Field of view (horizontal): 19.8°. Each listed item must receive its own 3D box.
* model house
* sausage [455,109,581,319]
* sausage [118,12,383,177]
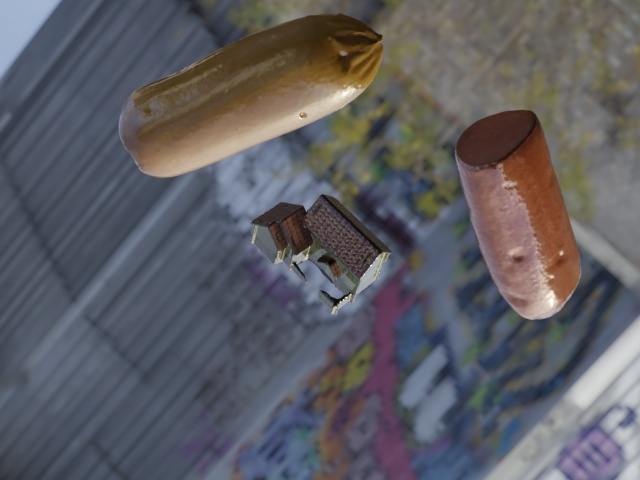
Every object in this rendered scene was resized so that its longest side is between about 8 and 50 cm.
[{"bbox_3d":[0.000,0.000,1.244,0.083,0.057,0.058,46,153,16],"label":"model house"},{"bbox_3d":[0.228,-0.020,2.083,0.113,0.113,0.259,-116,4,-54],"label":"sausage"},{"bbox_3d":[-0.085,-0.187,2.309,0.134,0.354,0.116,63,-160,-10],"label":"sausage"}]
